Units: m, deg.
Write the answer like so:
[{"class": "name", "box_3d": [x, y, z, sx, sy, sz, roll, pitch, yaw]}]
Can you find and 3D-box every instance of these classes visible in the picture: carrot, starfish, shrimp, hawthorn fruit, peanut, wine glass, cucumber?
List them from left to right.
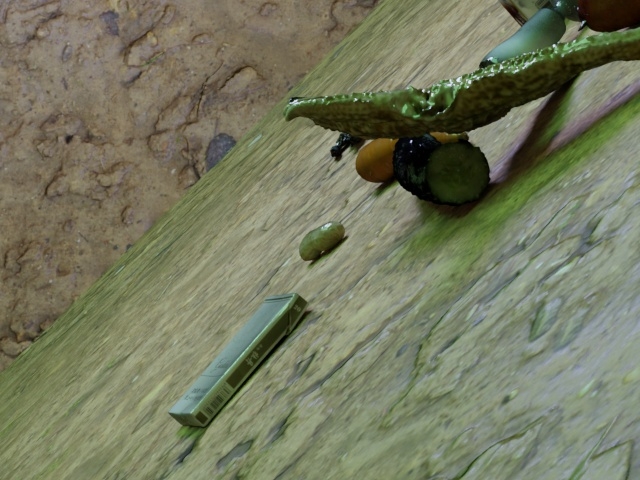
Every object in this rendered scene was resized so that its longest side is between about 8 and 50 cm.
[{"class": "peanut", "box_3d": [0.000, 0.000, 1.992, 0.083, 0.037, 0.037, -40, 11, 44]}, {"class": "shrimp", "box_3d": [0.047, -0.166, 2.475, 0.091, 0.034, 0.161, -53, 2, 16]}, {"class": "carrot", "box_3d": [0.125, -0.125, 1.962, 0.066, 0.062, 0.271, -12, -4, -32]}, {"class": "cucumber", "box_3d": [0.127, -0.086, 1.752, 0.081, 0.072, 0.303, -57, 10, 1]}, {"class": "starfish", "box_3d": [0.176, -0.164, 1.645, 0.432, 0.082, 0.324, -13, 2, 15]}, {"class": "wine glass", "box_3d": [0.269, -0.249, 1.864, 0.155, 0.072, 0.072, -48, 11, -19]}, {"class": "hawthorn fruit", "box_3d": [0.329, -0.273, 1.699, 0.093, 0.081, 0.081, -26, 17, 23]}]

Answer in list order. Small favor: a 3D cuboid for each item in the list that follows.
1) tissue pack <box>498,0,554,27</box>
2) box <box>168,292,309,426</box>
[{"class": "tissue pack", "box_3d": [0.282, -0.366, 2.044, 0.106, 0.148, 0.099, -44, 11, -2]}, {"class": "box", "box_3d": [-0.099, 0.144, 1.818, 0.198, 0.029, 0.109, -49, 12, -18]}]
